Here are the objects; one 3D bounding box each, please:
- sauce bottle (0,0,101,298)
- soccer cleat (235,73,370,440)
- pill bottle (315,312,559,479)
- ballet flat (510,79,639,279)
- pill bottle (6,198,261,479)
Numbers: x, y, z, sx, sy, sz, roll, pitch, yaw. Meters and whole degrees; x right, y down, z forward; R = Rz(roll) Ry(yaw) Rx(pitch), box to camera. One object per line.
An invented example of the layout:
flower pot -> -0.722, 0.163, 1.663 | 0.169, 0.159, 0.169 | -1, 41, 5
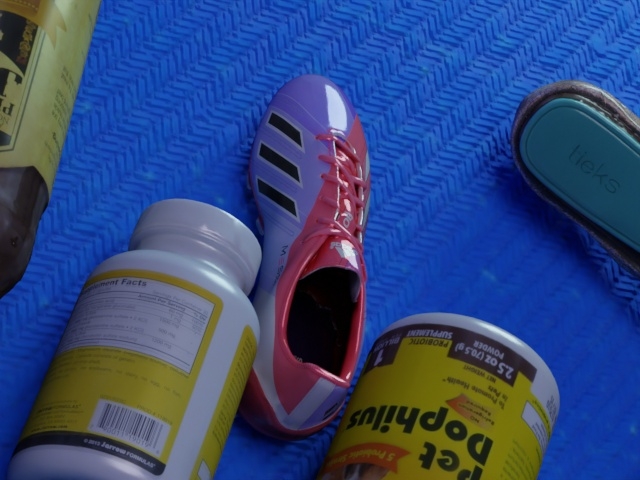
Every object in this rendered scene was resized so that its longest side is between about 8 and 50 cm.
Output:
sauce bottle -> -0.194, -0.044, 1.016 | 0.111, 0.111, 0.344 | 20, 55, -19
soccer cleat -> 0.000, 0.000, 1.113 | 0.083, 0.095, 0.248 | 22, 58, -22
pill bottle -> 0.052, 0.153, 1.048 | 0.117, 0.117, 0.215 | 32, 53, -11
ballet flat -> 0.259, 0.005, 1.258 | 0.316, 0.107, 0.106 | 46, 14, 0
pill bottle -> -0.092, 0.071, 1.018 | 0.103, 0.103, 0.184 | 29, 54, -14
